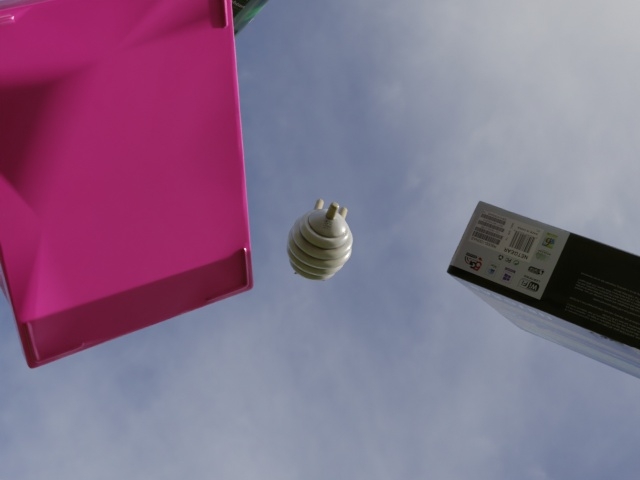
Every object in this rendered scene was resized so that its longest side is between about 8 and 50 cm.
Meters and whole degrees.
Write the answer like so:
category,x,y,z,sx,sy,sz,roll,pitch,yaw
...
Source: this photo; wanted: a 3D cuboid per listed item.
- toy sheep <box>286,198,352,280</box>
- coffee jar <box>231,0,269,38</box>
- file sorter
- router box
category,x,y,z,sx,sy,sz,roll,pitch,yaw
toy sheep,0.000,0.000,1.179,0.091,0.091,0.132,22,-47,9
coffee jar,-0.056,-0.252,0.803,0.079,0.096,0.184,34,-33,-16
file sorter,-0.194,-0.088,0.770,0.182,0.202,0.291,43,-36,46
router box,0.303,0.079,0.891,0.308,0.243,0.081,23,-95,33
